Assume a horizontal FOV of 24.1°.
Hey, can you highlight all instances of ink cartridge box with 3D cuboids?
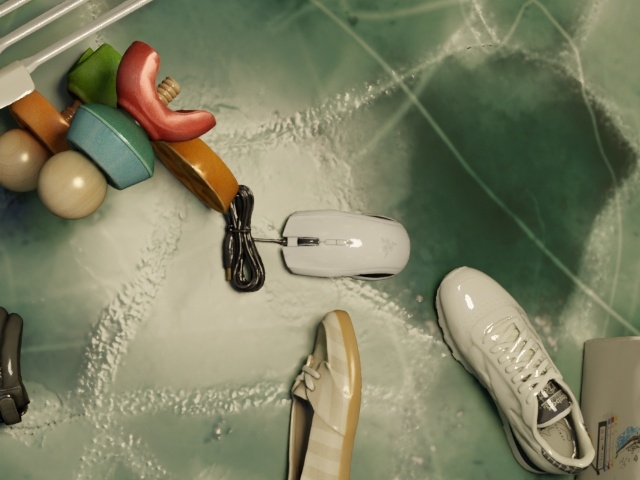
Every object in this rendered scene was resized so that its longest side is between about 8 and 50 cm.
[{"bbox_3d":[0.361,0.216,1.481,0.171,0.168,0.233,6,85,-12],"label":"ink cartridge box"}]

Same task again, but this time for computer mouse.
[{"bbox_3d":[0.000,0.000,1.485,0.193,0.042,0.106,1,84,-12],"label":"computer mouse"}]

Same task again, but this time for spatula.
[{"bbox_3d":[-0.265,-0.198,1.401,0.242,0.168,0.019,-32,129,-16],"label":"spatula"}]

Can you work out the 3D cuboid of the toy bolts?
[{"bbox_3d":[-0.187,-0.066,1.362,0.158,0.228,0.218,-46,103,-12],"label":"toy bolts"}]

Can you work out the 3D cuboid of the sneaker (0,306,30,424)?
[{"bbox_3d":[-0.348,0.181,1.363,0.147,0.104,0.296,11,79,-6],"label":"sneaker"}]

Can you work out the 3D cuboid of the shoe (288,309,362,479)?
[{"bbox_3d":[0.000,0.175,1.454,0.058,0.076,0.219,5,87,-17],"label":"shoe"}]

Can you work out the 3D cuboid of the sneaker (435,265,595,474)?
[{"bbox_3d":[0.200,0.127,1.492,0.090,0.095,0.235,-33,91,-11],"label":"sneaker"}]
